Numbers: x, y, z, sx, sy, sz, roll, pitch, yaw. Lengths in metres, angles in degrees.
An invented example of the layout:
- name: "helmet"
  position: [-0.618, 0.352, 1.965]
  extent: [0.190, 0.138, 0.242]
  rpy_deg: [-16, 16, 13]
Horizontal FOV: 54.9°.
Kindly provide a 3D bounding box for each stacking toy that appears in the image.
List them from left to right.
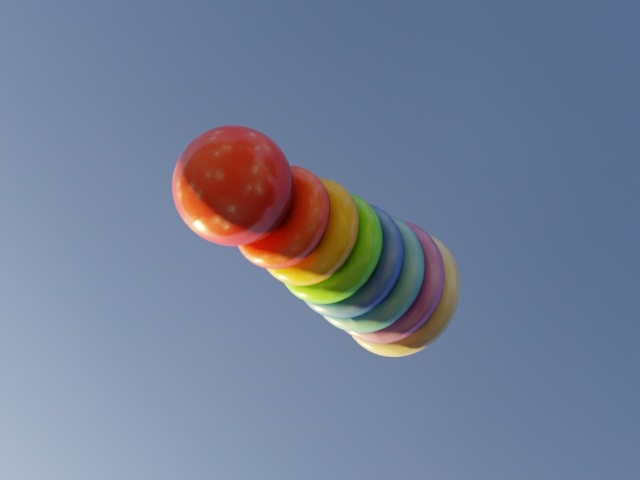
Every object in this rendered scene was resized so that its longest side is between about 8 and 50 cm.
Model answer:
- name: "stacking toy"
  position: [0.000, 0.000, 0.553]
  extent: [0.141, 0.330, 0.141]
  rpy_deg: [-17, -121, 30]
